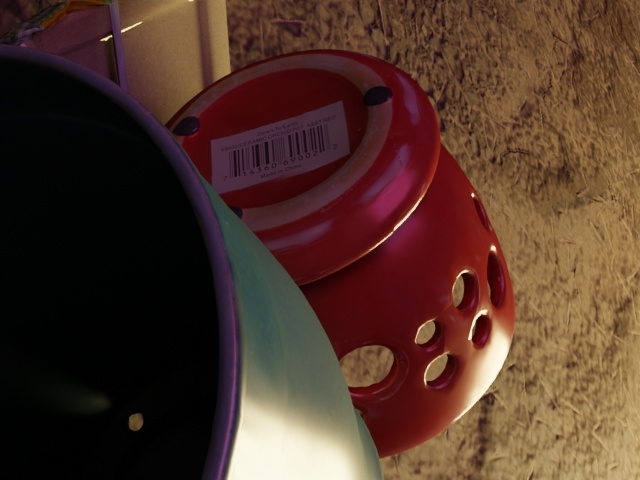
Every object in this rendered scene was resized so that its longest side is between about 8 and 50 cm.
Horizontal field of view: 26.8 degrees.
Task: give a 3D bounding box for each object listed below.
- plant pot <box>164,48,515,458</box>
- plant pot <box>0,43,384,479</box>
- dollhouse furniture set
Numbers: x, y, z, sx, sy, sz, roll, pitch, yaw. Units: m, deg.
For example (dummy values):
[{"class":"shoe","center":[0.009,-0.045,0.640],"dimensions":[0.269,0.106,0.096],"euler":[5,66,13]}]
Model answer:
[{"class":"plant pot","center":[0.000,0.000,0.748],"dimensions":[0.174,0.191,0.191],"euler":[66,28,-42]},{"class":"plant pot","center":[-0.101,0.100,0.549],"dimensions":[0.255,0.271,0.272],"euler":[42,40,-59]},{"class":"dollhouse furniture set","center":[-0.159,-0.144,0.751],"dimensions":[0.197,0.151,0.302],"euler":[-38,133,-49]}]
